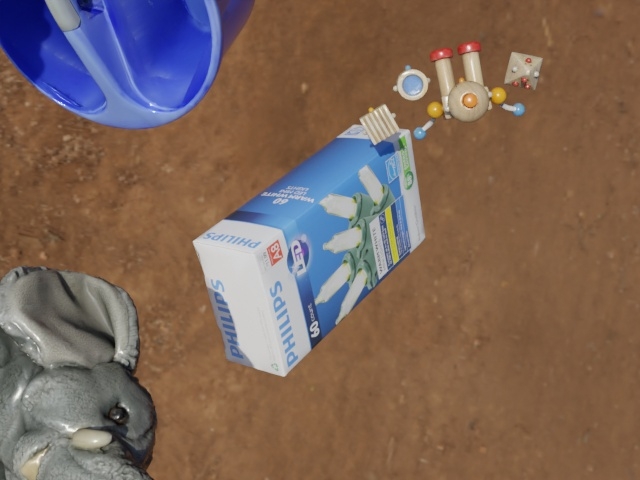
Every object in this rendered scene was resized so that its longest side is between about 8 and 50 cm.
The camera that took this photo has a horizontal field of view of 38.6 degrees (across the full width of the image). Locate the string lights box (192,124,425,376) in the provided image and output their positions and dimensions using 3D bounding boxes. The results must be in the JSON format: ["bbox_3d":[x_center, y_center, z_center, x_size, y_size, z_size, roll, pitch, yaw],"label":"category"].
[{"bbox_3d":[0.000,0.000,0.894,0.259,0.076,0.133,-41,129,-42],"label":"string lights box"}]

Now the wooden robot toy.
[{"bbox_3d":[0.117,-0.130,0.799,0.079,0.173,0.076,-77,153,-78],"label":"wooden robot toy"}]

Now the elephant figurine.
[{"bbox_3d":[-0.173,0.099,0.551,0.239,0.169,0.186,18,58,-14],"label":"elephant figurine"}]

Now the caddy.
[{"bbox_3d":[-0.199,-0.264,0.810,0.179,0.241,0.341,-63,146,-46],"label":"caddy"}]
